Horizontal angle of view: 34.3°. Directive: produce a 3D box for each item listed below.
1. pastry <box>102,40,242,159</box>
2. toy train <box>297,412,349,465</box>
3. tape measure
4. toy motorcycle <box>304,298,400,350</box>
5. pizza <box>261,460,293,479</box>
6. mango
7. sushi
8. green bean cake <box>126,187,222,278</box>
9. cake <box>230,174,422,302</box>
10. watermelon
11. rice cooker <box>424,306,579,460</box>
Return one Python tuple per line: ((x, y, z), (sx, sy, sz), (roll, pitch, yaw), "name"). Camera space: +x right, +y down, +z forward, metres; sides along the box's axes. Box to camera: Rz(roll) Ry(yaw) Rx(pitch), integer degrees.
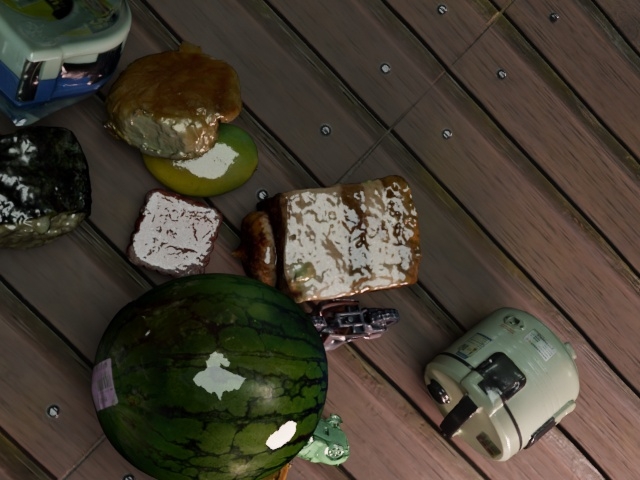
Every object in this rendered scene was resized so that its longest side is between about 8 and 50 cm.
((-0.241, -0.221, 1.675), (0.229, 0.100, 0.218), (-11, 49, -12), "pastry")
((-0.025, 0.329, 1.745), (0.149, 0.099, 0.081), (31, 110, -20), "toy train")
((-0.425, -0.335, 1.590), (0.262, 0.138, 0.259), (-26, 65, -37), "tape measure")
((0.029, 0.148, 1.772), (0.213, 0.118, 0.084), (-2, 66, -30), "toy motorcycle")
((-0.100, 0.443, 1.691), (0.069, 0.226, 0.147), (13, 36, 7), "pizza")
((-0.198, -0.132, 1.734), (0.191, 0.085, 0.122), (-11, 98, -7), "mango")
((-0.515, -0.063, 1.560), (0.350, 0.211, 0.170), (-10, 81, -27), "sushi")
((-0.242, -0.008, 1.712), (0.135, 0.056, 0.135), (20, 88, -16), "green bean cake")
((0.000, 0.000, 1.725), (0.293, 0.199, 0.196), (-5, 89, -17), "cake")
((-0.163, 0.214, 1.581), (0.363, 0.363, 0.363), (2, 85, -17), "watermelon")
((0.307, 0.251, 1.782), (0.244, 0.226, 0.226), (-32, 95, -18), "rice cooker")
